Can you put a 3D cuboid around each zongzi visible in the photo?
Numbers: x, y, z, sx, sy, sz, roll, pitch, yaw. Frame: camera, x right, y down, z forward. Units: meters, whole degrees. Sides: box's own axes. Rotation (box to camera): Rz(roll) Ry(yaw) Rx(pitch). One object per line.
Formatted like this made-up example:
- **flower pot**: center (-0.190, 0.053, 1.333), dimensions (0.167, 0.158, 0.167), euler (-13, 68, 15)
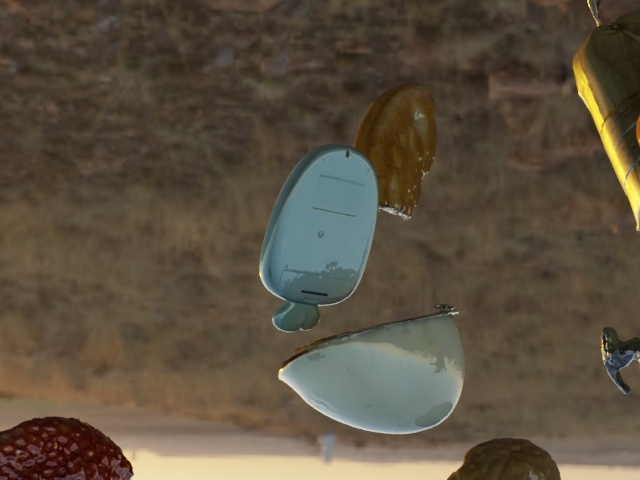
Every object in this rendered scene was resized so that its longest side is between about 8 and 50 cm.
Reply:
- **zongzi**: center (0.716, -0.266, 2.204), dimensions (0.467, 0.499, 0.218), euler (-9, 153, -17)

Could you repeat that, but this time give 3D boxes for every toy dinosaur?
- **toy dinosaur**: center (0.509, 0.213, 1.733), dimensions (0.077, 0.294, 0.162), euler (-7, 135, -19)

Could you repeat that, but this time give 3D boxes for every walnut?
- **walnut**: center (0.285, 0.404, 1.869), dimensions (0.198, 0.198, 0.245), euler (-4, -178, 30)

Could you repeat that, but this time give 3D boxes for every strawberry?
- **strawberry**: center (-0.338, 0.271, 1.497), dimensions (0.175, 0.106, 0.236), euler (2, 170, 29)

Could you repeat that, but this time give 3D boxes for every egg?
- **egg**: center (0.087, 0.213, 1.822), dimensions (0.287, 0.174, 0.264), euler (-12, 169, -7)

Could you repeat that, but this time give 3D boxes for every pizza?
- **pizza**: center (0.129, -0.150, 2.095), dimensions (0.074, 0.365, 0.182), euler (-8, 134, 31)

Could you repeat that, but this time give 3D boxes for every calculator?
- **calculator**: center (0.000, 0.000, 1.806), dimensions (0.184, 0.295, 0.042), euler (10, -171, -35)

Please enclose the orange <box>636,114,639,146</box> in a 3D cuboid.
- **orange**: center (0.556, -0.172, 1.822), dimensions (0.157, 0.134, 0.156), euler (-2, -170, 0)
